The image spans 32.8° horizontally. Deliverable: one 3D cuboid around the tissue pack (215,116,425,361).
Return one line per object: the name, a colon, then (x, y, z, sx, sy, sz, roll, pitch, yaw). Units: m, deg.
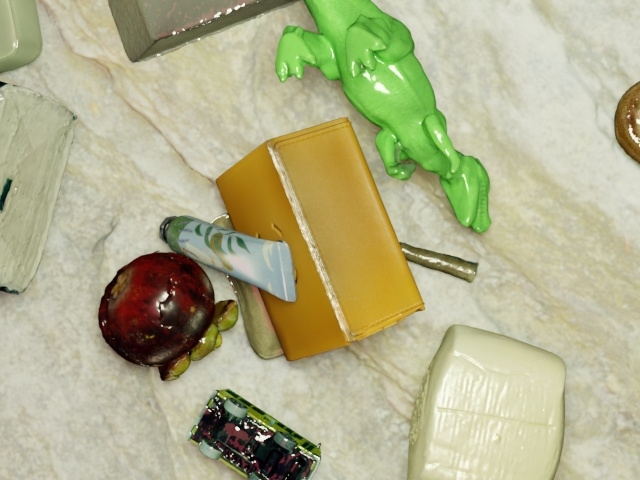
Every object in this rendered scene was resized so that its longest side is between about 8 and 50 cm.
tissue pack: (0.000, 0.000, 1.442, 0.145, 0.194, 0.274, -22, 88, -26)

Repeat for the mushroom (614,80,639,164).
mushroom: (0.463, -0.161, 1.491, 0.109, 0.085, 0.126, 21, 92, 38)

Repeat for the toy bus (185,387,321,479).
toy bus: (-0.085, 0.281, 1.497, 0.175, 0.101, 0.088, 32, 90, 8)

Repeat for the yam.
yam: (0.157, 0.024, 1.528, 0.129, 0.027, 0.033, 19, 121, 1)

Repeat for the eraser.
eraser: (-0.129, -0.363, 1.528, 0.353, 0.077, 0.111, -21, 85, 3)

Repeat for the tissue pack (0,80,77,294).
tissue pack: (-0.572, -0.112, 1.428, 0.417, 0.253, 0.264, 16, 88, 13)

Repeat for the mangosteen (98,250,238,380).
mangosteen: (-0.208, 0.105, 1.486, 0.180, 0.166, 0.166, 37, 91, -22)

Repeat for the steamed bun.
steamed bun: (0.220, 0.250, 1.457, 0.200, 0.155, 0.250, 16, 83, 0)

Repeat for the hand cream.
hand cream: (-0.124, 0.011, 1.458, 0.256, 0.055, 0.088, 18, 122, 41)

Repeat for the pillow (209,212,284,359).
pillow: (-0.070, 0.052, 1.535, 0.130, 0.033, 0.217, -23, 88, -5)

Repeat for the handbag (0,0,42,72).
handbag: (-0.520, -0.345, 1.551, 0.219, 0.079, 0.256, -12, 88, 17)

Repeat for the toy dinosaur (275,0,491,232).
toy dinosaur: (0.087, -0.274, 1.450, 0.144, 0.374, 0.500, -27, 62, 29)
